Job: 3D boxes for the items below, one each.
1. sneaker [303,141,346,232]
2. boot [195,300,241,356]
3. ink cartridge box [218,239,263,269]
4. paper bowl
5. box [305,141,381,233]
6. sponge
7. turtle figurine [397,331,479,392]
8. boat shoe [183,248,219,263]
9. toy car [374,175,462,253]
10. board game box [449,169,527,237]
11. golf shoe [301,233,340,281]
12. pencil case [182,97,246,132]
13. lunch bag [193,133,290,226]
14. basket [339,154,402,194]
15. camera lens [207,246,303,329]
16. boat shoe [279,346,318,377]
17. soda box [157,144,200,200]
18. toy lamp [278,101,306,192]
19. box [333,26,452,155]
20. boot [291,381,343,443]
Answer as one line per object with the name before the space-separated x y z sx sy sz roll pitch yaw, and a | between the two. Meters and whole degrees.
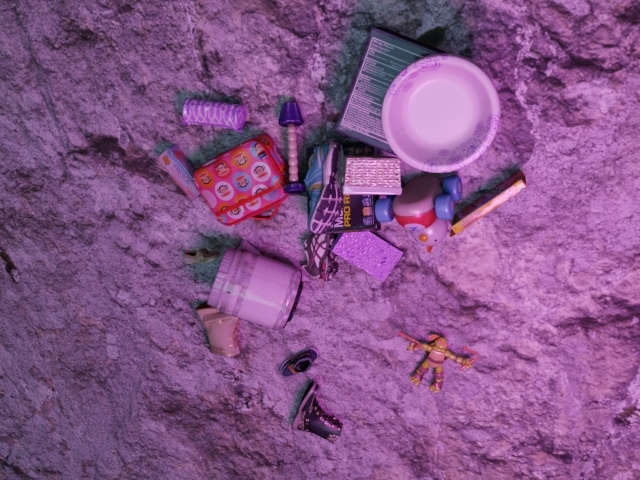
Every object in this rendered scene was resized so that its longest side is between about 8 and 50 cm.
sneaker | 0.006 -0.155 1.761 0.110 0.107 0.275 6 81 38
boot | -0.306 0.312 2.133 0.262 0.095 0.203 -8 107 20
ink cartridge box | -0.243 0.100 2.077 0.179 0.045 0.145 36 116 -20
paper bowl | 0.300 -0.322 1.494 0.284 0.148 0.284 5 112 12
box | 0.068 -0.157 1.808 0.216 0.060 0.269 -3 83 17
sponge | 0.146 0.032 1.879 0.210 0.031 0.117 31 101 -20
turtle figurine | 0.367 0.389 1.973 0.270 0.087 0.217 14 121 1
boat shoe | -0.423 0.054 2.094 0.136 0.050 0.045 -7 113 18
toy car | 0.310 -0.052 1.773 0.219 0.210 0.237 -3 122 28
board game box | 0.478 -0.105 1.733 0.259 0.124 0.039 -40 94 25
golf shoe | 0.000 0.000 1.927 0.120 0.105 0.272 14 112 21
pencil case | -0.337 -0.396 1.878 0.206 0.086 0.088 9 78 14
lunch bag | -0.236 -0.177 1.923 0.293 0.120 0.258 -23 106 24
basket | 0.141 -0.186 1.681 0.167 0.113 0.103 0 101 -3
camera lens | -0.208 0.158 1.955 0.274 0.219 0.219 19 115 -6
boat shoe | -0.088 0.450 2.129 0.183 0.083 0.065 -41 95 25
soda box | -0.457 -0.227 1.994 0.063 0.058 0.183 -35 98 24
toy lamp | -0.086 -0.284 1.817 0.080 0.080 0.274 -5 85 18
box | 0.236 -0.401 1.658 0.296 0.182 0.294 23 115 4
boot | 0.006 0.629 2.171 0.179 0.085 0.236 23 121 4
